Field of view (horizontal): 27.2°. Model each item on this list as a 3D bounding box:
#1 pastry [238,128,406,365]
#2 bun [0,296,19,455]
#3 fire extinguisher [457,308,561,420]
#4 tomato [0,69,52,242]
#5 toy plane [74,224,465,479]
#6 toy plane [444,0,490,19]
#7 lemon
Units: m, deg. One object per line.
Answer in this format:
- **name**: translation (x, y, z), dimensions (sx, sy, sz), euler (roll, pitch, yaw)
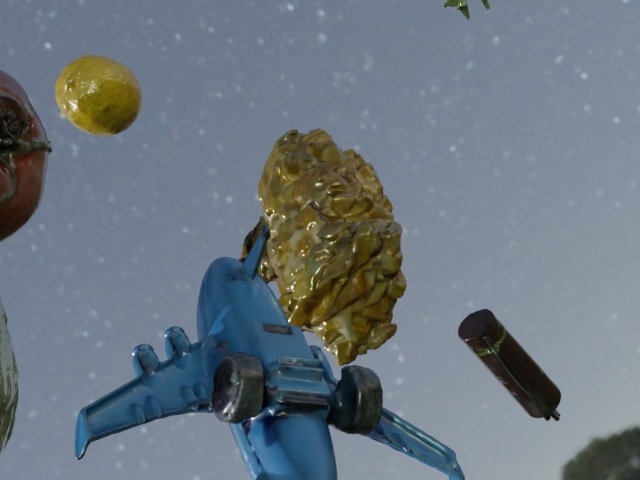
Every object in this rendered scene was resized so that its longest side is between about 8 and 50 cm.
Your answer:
- **pastry**: translation (0.000, 0.000, 1.179), dimensions (0.102, 0.250, 0.154), euler (12, -66, -21)
- **bun**: translation (-0.316, 0.066, 0.991), dimensions (0.179, 0.283, 0.283), euler (-36, -18, -16)
- **fire extinguisher**: translation (0.200, 0.134, 1.336), dimensions (0.043, 0.158, 0.064), euler (-41, 25, 5)
- **tomato**: translation (-0.421, -0.094, 1.493), dimensions (0.189, 0.231, 0.232), euler (-4, 1, 29)
- **toy plane**: translation (-0.033, 0.093, 0.826), dimensions (0.254, 0.271, 0.105), euler (10, -50, -26)
- **toy plane**: translation (0.215, -0.385, 1.966), dimensions (0.102, 0.111, 0.040), euler (27, -22, -32)
- **lemon**: translation (-0.320, -0.209, 1.937), dimensions (0.114, 0.114, 0.155), euler (-45, -32, 12)
